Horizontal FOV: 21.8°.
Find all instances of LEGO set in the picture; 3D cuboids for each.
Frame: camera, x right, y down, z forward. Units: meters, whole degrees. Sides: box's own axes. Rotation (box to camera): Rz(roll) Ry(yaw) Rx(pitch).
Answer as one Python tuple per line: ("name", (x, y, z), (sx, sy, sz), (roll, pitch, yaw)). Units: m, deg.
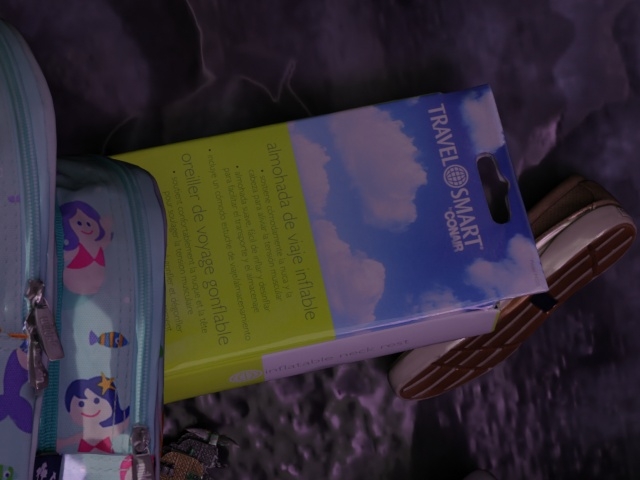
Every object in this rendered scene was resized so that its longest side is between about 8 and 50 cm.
("LEGO set", (-0.074, 0.112, 0.779), (0.083, 0.023, 0.054), (-12, 97, 9))

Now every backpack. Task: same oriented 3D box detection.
("backpack", (-0.165, 0.032, 0.656), (0.191, 0.225, 0.254), (-7, 93, -25))

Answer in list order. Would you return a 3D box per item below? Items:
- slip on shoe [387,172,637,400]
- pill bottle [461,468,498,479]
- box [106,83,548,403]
("slip on shoe", (0.082, 0.021, 0.773), (0.135, 0.051, 0.041), (-41, 60, 8))
("pill bottle", (0.040, 0.203, 0.754), (0.186, 0.112, 0.112), (-41, 100, -1))
("box", (0.000, 0.000, 0.737), (0.178, 0.042, 0.109), (-12, 69, -4))
